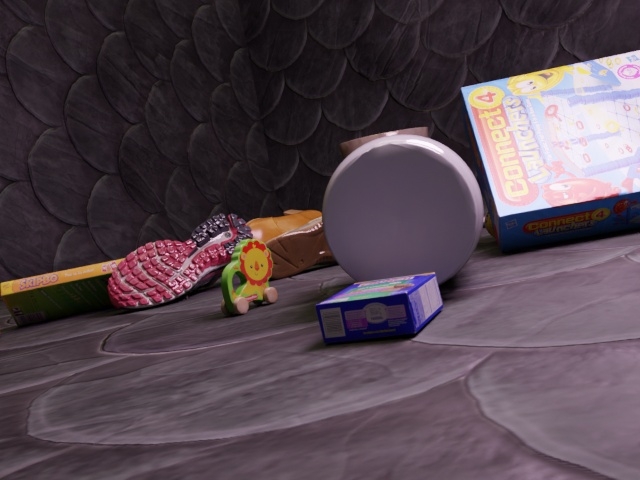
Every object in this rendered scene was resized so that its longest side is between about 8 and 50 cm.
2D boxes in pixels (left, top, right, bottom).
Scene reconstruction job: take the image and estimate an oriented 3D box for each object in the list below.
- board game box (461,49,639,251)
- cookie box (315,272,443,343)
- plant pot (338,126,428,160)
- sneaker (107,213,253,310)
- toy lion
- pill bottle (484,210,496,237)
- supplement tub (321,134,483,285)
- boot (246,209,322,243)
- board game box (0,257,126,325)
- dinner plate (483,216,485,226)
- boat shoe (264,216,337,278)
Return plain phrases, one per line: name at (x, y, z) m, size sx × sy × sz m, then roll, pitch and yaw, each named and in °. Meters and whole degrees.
board game box at (0.403, -0.149, 1.072) m, size 0.302 × 0.308 × 0.086 m, roll -11°, pitch -40°, yaw 7°
cookie box at (0.059, 0.063, 0.647) m, size 0.092 × 0.040 × 0.107 m, roll -10°, pitch 3°, yaw 24°
plant pot at (0.202, -0.163, 1.920) m, size 0.257 × 0.273 × 0.256 m, roll -10°, pitch 3°, yaw 1°
sneaker at (-0.255, 0.059, 1.266) m, size 0.299 × 0.121 × 0.112 m, roll -26°, pitch -24°, yaw -37°
toy lion at (-0.101, 0.047, 0.937) m, size 0.034 × 0.096 × 0.100 m, roll -8°, pitch 5°, yaw 37°
pill bottle at (0.328, -0.032, 1.148) m, size 0.065 × 0.065 × 0.116 m, roll -11°, pitch 3°, yaw -4°
supplement tub at (0.106, -0.036, 0.861) m, size 0.191 × 0.191 × 0.272 m, roll -10°, pitch 3°, yaw 10°
boot at (-0.078, -0.005, 1.760) m, size 0.211 × 0.104 × 0.295 m, roll 13°, pitch 33°, yaw 41°
board game box at (-0.453, 0.095, 1.279) m, size 0.260 × 0.039 × 0.124 m, roll -9°, pitch -32°, yaw -15°
dinner plate at (0.382, -0.044, 1.563) m, size 0.141 × 0.017 × 0.141 m, roll -10°, pitch 4°, yaw 1°
boat shoe at (0.000, 0.000, 1.319) m, size 0.285 × 0.104 × 0.089 m, roll -13°, pitch 7°, yaw -22°
